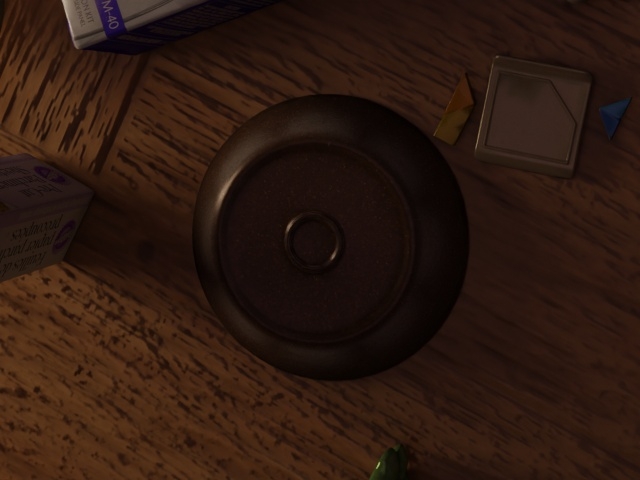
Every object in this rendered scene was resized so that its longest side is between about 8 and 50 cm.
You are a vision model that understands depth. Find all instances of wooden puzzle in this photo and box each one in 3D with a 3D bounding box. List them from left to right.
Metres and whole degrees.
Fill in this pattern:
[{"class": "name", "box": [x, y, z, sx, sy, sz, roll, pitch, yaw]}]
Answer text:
[{"class": "wooden puzzle", "box": [0.139, -0.081, 1.026, 0.116, 0.014, 0.079, 20, 104, 14]}]

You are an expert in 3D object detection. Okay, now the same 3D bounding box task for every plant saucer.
[{"class": "plant saucer", "box": [0.000, 0.000, 1.061, 0.198, 0.036, 0.199, 1, 95, 17]}]

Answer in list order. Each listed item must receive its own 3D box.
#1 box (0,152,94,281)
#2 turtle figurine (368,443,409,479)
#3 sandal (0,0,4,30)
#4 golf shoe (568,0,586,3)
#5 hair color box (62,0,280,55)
[{"class": "box", "box": [-0.248, -0.002, 0.981, 0.067, 0.324, 0.063, 30, 105, 12]}, {"class": "turtle figurine", "box": [0.131, 0.221, 0.964, 0.266, 0.275, 0.198, 32, 68, 15]}, {"class": "sandal", "box": [-0.284, -0.216, 1.116, 0.079, 0.088, 0.240, -5, 86, 48]}, {"class": "golf shoe", "box": [0.232, -0.168, 0.965, 0.176, 0.069, 0.086, -19, 96, 18]}, {"class": "hair color box", "box": [-0.020, -0.260, 1.007, 0.338, 0.110, 0.185, -18, 89, 15]}]
